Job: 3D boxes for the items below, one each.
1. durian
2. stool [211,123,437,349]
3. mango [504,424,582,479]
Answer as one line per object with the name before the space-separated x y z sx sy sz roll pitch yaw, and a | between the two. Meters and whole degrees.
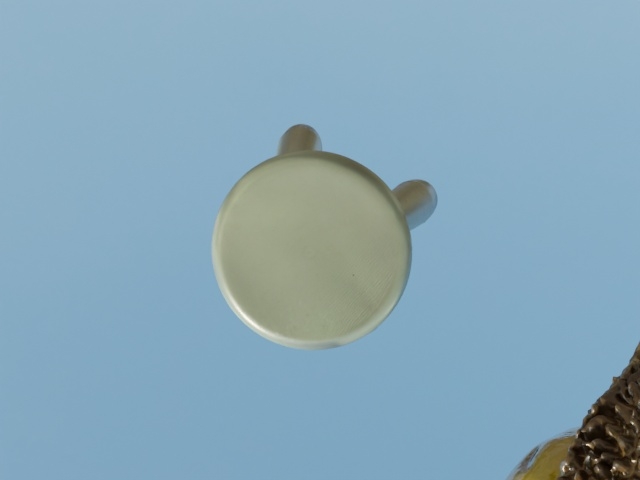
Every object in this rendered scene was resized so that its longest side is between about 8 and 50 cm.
durian | 0.198 0.126 0.880 0.148 0.188 0.091 8 168 -41
stool | 0.000 0.000 1.643 0.195 0.195 0.198 25 -171 3
mango | 0.287 0.412 1.735 0.221 0.301 0.445 -7 -118 46
